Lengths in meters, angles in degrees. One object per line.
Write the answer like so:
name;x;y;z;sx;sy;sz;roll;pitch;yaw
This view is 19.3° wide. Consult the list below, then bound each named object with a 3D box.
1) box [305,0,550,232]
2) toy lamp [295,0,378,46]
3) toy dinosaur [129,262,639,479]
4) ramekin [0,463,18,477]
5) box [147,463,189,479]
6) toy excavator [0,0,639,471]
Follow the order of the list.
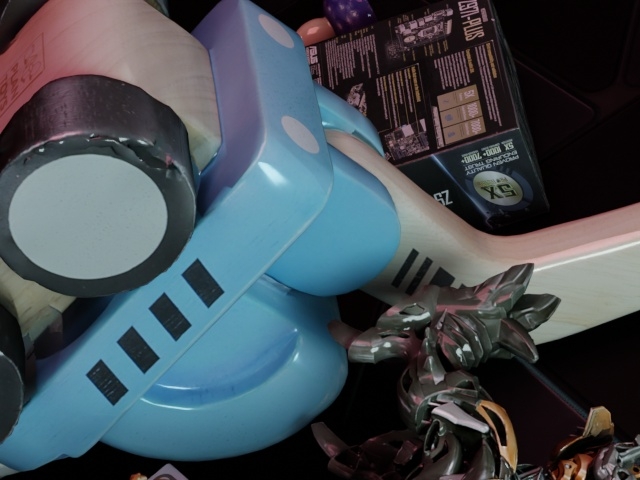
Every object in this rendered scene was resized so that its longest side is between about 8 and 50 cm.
box;0.068;-0.079;1.306;0.147;0.077;0.180;-18;37;10
toy lamp;-0.086;-0.111;1.438;0.275;0.080;0.080;-27;36;-7
toy dinosaur;0.074;0.132;0.931;0.164;0.322;0.218;-55;23;28
ramekin;-0.251;0.069;1.208;0.109;0.207;0.207;-38;22;43
box;-0.049;0.251;0.961;0.169;0.087;0.290;-37;38;-16
toy excavator;0.000;0.000;1.094;0.433;0.445;0.222;-44;32;22
